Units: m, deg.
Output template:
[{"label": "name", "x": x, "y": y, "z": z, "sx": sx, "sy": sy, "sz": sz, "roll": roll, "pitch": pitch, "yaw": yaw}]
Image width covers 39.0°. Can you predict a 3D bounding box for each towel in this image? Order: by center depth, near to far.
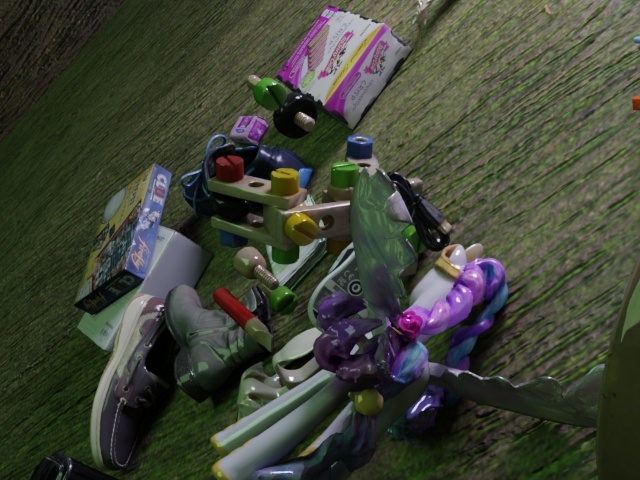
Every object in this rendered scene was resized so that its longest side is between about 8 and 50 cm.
[{"label": "towel", "x": -0.040, "y": 0.003, "z": 1.349, "sx": 0.113, "sy": 0.023, "sz": 0.152, "roll": -46, "pitch": 31, "yaw": 15}]

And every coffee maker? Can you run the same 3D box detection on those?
[{"label": "coffee maker", "x": -0.292, "y": 0.361, "z": 1.214, "sx": 0.171, "sy": 0.178, "sz": 0.120, "roll": -28, "pitch": 41, "yaw": 39}]

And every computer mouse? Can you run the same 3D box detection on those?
[{"label": "computer mouse", "x": 0.056, "y": 0.024, "z": 1.025, "sx": 0.193, "sy": 0.106, "sz": 0.042, "roll": -48, "pitch": 11, "yaw": 2}]

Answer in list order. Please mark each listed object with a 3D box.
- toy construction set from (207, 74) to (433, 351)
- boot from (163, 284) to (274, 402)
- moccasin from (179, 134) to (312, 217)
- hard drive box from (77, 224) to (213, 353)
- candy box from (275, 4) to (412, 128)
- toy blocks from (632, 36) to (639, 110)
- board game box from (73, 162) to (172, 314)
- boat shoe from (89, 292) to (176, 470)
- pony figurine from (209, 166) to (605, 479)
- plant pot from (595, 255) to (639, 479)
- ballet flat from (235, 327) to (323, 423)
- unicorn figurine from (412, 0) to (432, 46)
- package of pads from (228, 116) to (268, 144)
[{"label": "toy construction set", "x": 0.000, "y": 0.000, "z": 1.123, "sx": 0.237, "sy": 0.257, "sz": 0.309, "roll": 38, "pitch": 107, "yaw": 46}, {"label": "boot", "x": -0.144, "y": 0.120, "z": 1.355, "sx": 0.161, "sy": 0.083, "sz": 0.246, "roll": -38, "pitch": 35, "yaw": 10}, {"label": "moccasin", "x": -0.145, "y": -0.121, "z": 1.525, "sx": 0.342, "sy": 0.116, "sz": 0.138, "roll": -10, "pitch": 54, "yaw": 52}, {"label": "hard drive box", "x": -0.313, "y": 0.090, "z": 1.593, "sx": 0.181, "sy": 0.089, "sz": 0.232, "roll": 17, "pitch": 76, "yaw": 59}, {"label": "candy box", "x": 0.031, "y": -0.290, "z": 1.479, "sx": 0.159, "sy": 0.071, "sz": 0.233, "roll": -54, "pitch": 31, "yaw": 4}, {"label": "toy blocks", "x": 0.360, "y": -0.170, "z": 0.906, "sx": 0.123, "sy": 0.054, "sz": 0.148, "roll": -57, "pitch": 30, "yaw": -2}, {"label": "board game box", "x": -0.349, "y": -0.004, "z": 1.604, "sx": 0.165, "sy": 0.042, "sz": 0.243, "roll": -31, "pitch": 38, "yaw": 38}, {"label": "boat shoe", "x": -0.283, "y": 0.222, "z": 1.420, "sx": 0.092, "sy": 0.103, "sz": 0.285, "roll": 5, "pitch": 67, "yaw": 17}, {"label": "pony figurine", "x": 0.065, "y": 0.116, "z": 0.852, "sx": 0.363, "sy": 0.303, "sz": 0.351, "roll": -42, "pitch": 1, "yaw": -8}, {"label": "plant pot", "x": 0.328, "y": 0.096, "z": 0.544, "sx": 0.229, "sy": 0.263, "sz": 0.263, "roll": 17, "pitch": 75, "yaw": 41}, {"label": "ballet flat", "x": -0.039, "y": 0.176, "z": 1.109, "sx": 0.280, "sy": 0.096, "sz": 0.095, "roll": -45, "pitch": 32, "yaw": 19}, {"label": "unicorn figurine", "x": 0.179, "y": -0.392, "z": 1.374, "sx": 0.162, "sy": 0.060, "sz": 0.111, "roll": -41, "pitch": 33, "yaw": 25}, {"label": "package of pads", "x": -0.134, "y": -0.204, "z": 1.674, "sx": 0.083, "sy": 0.032, "sz": 0.050, "roll": 12, "pitch": 73, "yaw": 58}]
